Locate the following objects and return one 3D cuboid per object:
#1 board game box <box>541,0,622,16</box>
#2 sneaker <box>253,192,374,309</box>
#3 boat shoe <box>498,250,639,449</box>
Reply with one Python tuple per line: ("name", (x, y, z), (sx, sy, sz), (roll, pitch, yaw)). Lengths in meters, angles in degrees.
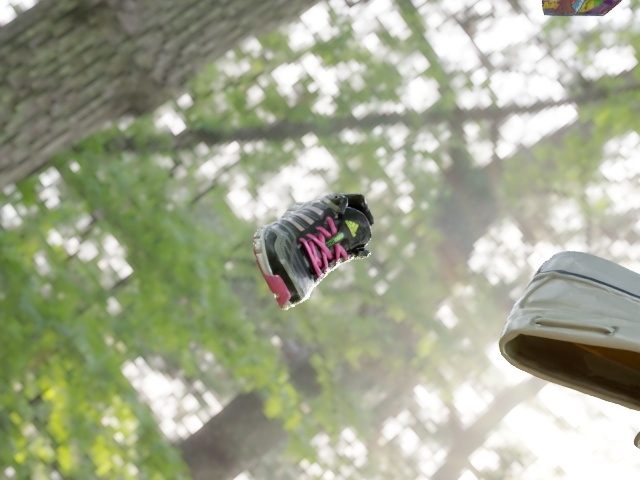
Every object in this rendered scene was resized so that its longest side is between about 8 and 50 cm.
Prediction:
("board game box", (0.263, -0.284, 1.629), (0.033, 0.133, 0.169), (29, -6, -27))
("sneaker", (0.000, 0.000, 1.328), (0.075, 0.170, 0.063), (-20, -78, 20))
("boat shoe", (0.313, 0.131, 1.410), (0.367, 0.156, 0.136), (23, -38, 26))
